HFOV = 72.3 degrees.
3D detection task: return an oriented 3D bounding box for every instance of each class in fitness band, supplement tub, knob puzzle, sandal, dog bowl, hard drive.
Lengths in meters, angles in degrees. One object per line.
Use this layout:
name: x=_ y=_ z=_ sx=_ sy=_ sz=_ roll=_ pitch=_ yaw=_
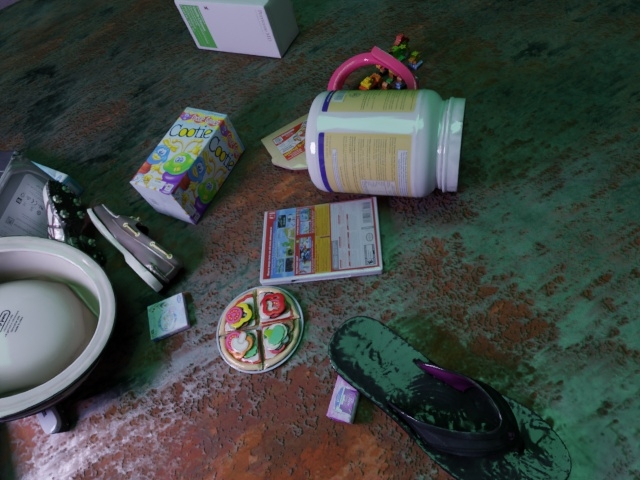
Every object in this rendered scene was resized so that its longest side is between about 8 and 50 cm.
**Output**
fitness band: x=0.142 y=-0.398 z=1.190 sx=0.209 sy=0.054 sz=0.291 roll=-50 pitch=59 yaw=15
supplement tub: x=0.154 y=-0.224 z=1.013 sx=0.331 sy=0.241 sz=0.241 roll=6 pitch=61 yaw=18
knob puzzle: x=-0.048 y=-0.258 z=1.213 sx=0.213 sy=0.030 sz=0.213 roll=-7 pitch=57 yaw=10
sandal: x=0.201 y=0.282 z=0.753 sx=0.446 sy=0.107 sz=0.167 roll=28 pitch=68 yaw=20
dog bowl: x=-0.652 y=0.193 z=0.934 sx=0.408 sy=0.150 sz=0.407 roll=10 pitch=52 yaw=-14
hard drive: x=-0.780 y=-0.026 z=1.122 sx=0.064 sy=0.237 sz=0.338 roll=4 pitch=64 yaw=18

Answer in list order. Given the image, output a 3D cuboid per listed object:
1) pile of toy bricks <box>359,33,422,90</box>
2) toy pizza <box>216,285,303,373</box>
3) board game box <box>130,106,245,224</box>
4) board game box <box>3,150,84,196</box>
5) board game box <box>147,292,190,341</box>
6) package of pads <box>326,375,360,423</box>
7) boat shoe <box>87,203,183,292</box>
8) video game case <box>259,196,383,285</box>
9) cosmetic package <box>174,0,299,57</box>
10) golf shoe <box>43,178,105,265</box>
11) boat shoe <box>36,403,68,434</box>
pile of toy bricks: x=0.210 y=-0.511 z=1.258 sx=0.212 sy=0.105 sz=0.118 roll=-44 pitch=59 yaw=-14
toy pizza: x=-0.136 y=0.187 z=0.958 sx=0.201 sy=0.032 sz=0.201 roll=-7 pitch=58 yaw=10
board game box: x=-0.350 y=-0.206 z=1.191 sx=0.142 sy=0.144 sz=0.275 roll=16 pitch=65 yaw=22
board game box: x=-0.931 y=-0.123 z=1.329 sx=0.336 sy=0.079 sz=0.253 roll=19 pitch=65 yaw=24
board game box: x=-0.357 y=0.180 z=1.027 sx=0.090 sy=0.020 sz=0.090 roll=-23 pitch=56 yaw=1
package of pads: x=0.048 y=0.304 z=0.838 sx=0.050 sy=0.032 sz=0.083 roll=10 pitch=62 yaw=20
boat shoe: x=-0.477 y=-0.001 z=1.118 sx=0.324 sy=0.116 sz=0.097 roll=38 pitch=69 yaw=26
video game case: x=0.000 y=0.000 z=1.044 sx=0.285 sy=0.025 sz=0.204 roll=-7 pitch=58 yaw=10
cosmetic package: x=-0.278 y=-0.763 z=1.489 sx=0.366 sy=0.197 sz=0.155 roll=17 pitch=65 yaw=25
golf shoe: x=-0.679 y=-0.027 z=1.145 sx=0.120 sy=0.105 sz=0.272 roll=-26 pitch=82 yaw=11
boat shoe: x=-0.596 y=0.367 z=0.962 sx=0.049 sy=0.040 sz=0.142 roll=-44 pitch=58 yaw=-3
